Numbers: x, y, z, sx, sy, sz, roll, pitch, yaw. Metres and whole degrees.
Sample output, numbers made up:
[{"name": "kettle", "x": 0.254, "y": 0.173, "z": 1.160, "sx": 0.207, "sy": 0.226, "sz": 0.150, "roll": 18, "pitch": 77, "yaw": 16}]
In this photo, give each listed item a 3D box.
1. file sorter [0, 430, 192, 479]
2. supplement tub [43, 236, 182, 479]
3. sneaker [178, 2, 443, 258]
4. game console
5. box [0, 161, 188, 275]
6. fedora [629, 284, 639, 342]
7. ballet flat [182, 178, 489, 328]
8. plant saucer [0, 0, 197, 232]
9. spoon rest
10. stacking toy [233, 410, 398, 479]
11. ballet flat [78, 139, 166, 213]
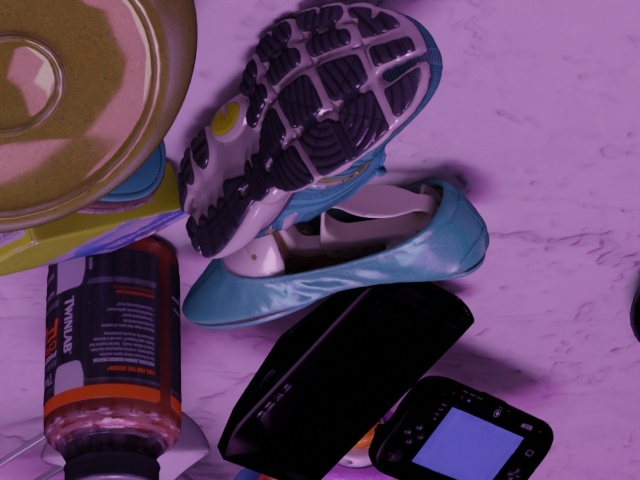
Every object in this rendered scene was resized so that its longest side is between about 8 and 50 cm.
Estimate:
[{"name": "file sorter", "x": -0.203, "y": 0.311, "z": 1.759, "sx": 0.193, "sy": 0.173, "sz": 0.277, "roll": -32, "pitch": 149, "yaw": 3}, {"name": "supplement tub", "x": -0.158, "y": 0.099, "z": 1.361, "sx": 0.106, "sy": 0.197, "sz": 0.106, "roll": -2, "pitch": 152, "yaw": -1}, {"name": "sneaker", "x": 0.001, "y": -0.076, "z": 1.178, "sx": 0.110, "sy": 0.107, "sz": 0.275, "roll": -10, "pitch": 165, "yaw": -33}, {"name": "game console", "x": 0.087, "y": 0.147, "z": 1.550, "sx": 0.213, "sy": 0.044, "sz": 0.361, "roll": -48, "pitch": 136, "yaw": 16}, {"name": "box", "x": -0.177, "y": -0.012, "z": 1.250, "sx": 0.109, "sy": 0.042, "sz": 0.178, "roll": -23, "pitch": 175, "yaw": 36}, {"name": "fedora", "x": 0.417, "y": 0.088, "z": 1.455, "sx": 0.334, "sy": 0.152, "sz": 0.334, "roll": -3, "pitch": 153, "yaw": -1}, {"name": "ballet flat", "x": 0.000, "y": 0.000, "z": 1.336, "sx": 0.247, "sy": 0.083, "sz": 0.087, "roll": -12, "pitch": 128, "yaw": 17}, {"name": "plant saucer", "x": -0.182, "y": -0.096, "z": 1.022, "sx": 0.241, "sy": 0.037, "sz": 0.241, "roll": -11, "pitch": 128, "yaw": -15}, {"name": "spoon rest", "x": -0.156, "y": 0.175, "z": 1.526, "sx": 0.137, "sy": 0.084, "sz": 0.276, "roll": -4, "pitch": 178, "yaw": 2}, {"name": "stacking toy", "x": 0.021, "y": 0.209, "z": 1.687, "sx": 0.166, "sy": 0.175, "sz": 0.301, "roll": -4, "pitch": 140, "yaw": -14}, {"name": "ballet flat", "x": -0.244, "y": -0.094, "z": 1.107, "sx": 0.316, "sy": 0.107, "sz": 0.106, "roll": 23, "pitch": 163, "yaw": -32}]
